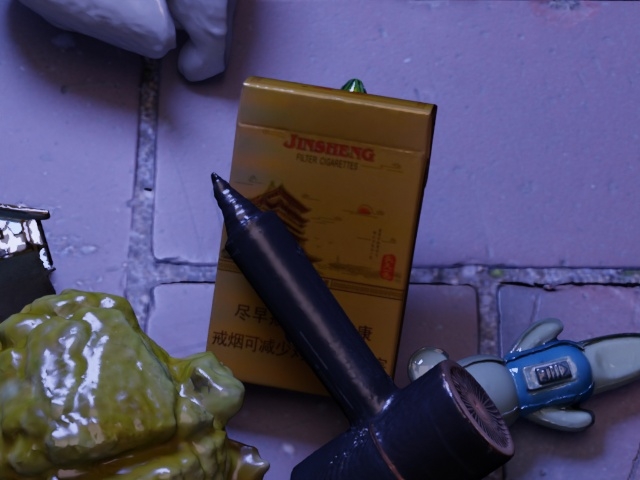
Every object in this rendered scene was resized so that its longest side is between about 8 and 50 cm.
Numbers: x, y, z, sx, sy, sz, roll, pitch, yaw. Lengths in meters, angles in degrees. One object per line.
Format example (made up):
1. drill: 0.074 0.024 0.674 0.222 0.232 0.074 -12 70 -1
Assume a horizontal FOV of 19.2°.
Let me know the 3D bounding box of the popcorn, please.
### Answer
1. popcorn: -0.187 0.176 1.612 0.270 0.224 0.258 30 61 9

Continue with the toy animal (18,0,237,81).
1. toy animal: -0.207 -0.303 1.884 0.265 0.206 0.271 9 64 1

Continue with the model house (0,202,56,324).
1. model house: -0.389 -0.014 1.746 0.271 0.178 0.206 -18 58 -6

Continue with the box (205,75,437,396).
1. box: 0.000 0.000 1.706 0.174 0.076 0.274 9 100 4

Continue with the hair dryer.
1. hair dryer: -0.008 0.096 1.645 0.189 0.107 0.352 -38 84 14

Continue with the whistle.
1. whistle: 0.195 0.130 1.724 0.236 0.077 0.114 -14 71 -14

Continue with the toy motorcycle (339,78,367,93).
1. toy motorcycle: 0.011 -0.054 1.801 0.074 0.106 0.190 11 63 5
